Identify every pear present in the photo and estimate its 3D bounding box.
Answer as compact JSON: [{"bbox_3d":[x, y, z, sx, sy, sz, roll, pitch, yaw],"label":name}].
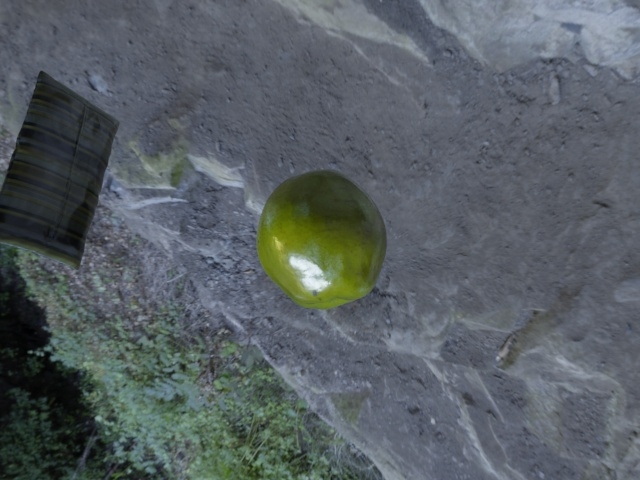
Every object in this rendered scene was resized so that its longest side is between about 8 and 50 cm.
[{"bbox_3d":[-0.001,0.000,0.686,0.198,0.198,0.198,0,88,7],"label":"pear"}]

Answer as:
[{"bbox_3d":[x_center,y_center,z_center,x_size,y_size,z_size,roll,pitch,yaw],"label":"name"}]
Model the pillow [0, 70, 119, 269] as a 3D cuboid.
[{"bbox_3d":[-0.294,-0.078,0.550,0.038,0.113,0.203,-5,69,27],"label":"pillow"}]
